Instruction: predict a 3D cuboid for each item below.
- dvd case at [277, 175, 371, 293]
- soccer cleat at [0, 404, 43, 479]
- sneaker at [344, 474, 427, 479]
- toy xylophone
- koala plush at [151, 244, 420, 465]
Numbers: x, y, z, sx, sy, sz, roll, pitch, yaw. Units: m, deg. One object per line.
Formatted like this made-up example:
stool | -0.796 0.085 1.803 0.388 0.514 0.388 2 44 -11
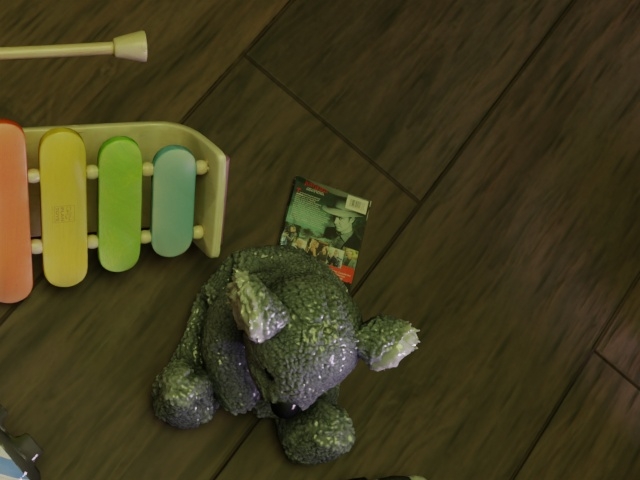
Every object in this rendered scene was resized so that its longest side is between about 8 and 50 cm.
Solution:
dvd case | 0.000 0.000 1.183 0.087 0.013 0.119 18 71 -13
soccer cleat | -0.385 0.130 0.963 0.331 0.116 0.143 46 66 -1
sneaker | 0.050 0.333 1.075 0.121 0.079 0.217 1 66 -15
toy xylophone | -0.245 -0.061 1.030 0.323 0.236 0.081 -12 34 -15
koala plush | -0.028 0.085 1.029 0.196 0.221 0.203 18 75 -12
